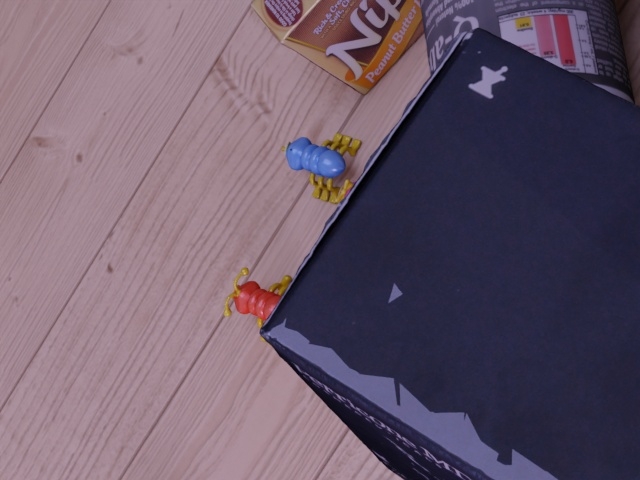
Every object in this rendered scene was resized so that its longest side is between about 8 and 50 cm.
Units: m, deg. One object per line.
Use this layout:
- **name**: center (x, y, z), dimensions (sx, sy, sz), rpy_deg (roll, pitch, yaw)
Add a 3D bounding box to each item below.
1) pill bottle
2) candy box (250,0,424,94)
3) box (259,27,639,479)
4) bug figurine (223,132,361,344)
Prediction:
- **pill bottle**: center (0.223, -0.178, 1.530), dimensions (0.210, 0.210, 0.363), rpy_deg (-19, 65, 29)
- **candy box**: center (0.089, -0.338, 1.693), dimensions (0.316, 0.183, 0.087), rpy_deg (-46, 54, 15)
- **box**: center (0.271, 0.140, 1.134), dimensions (0.480, 0.472, 0.297), rpy_deg (31, 79, 22)
- **bug figurine**: center (0.000, 0.000, 1.719), dimensions (0.216, 0.072, 0.279), rpy_deg (16, 84, 37)
